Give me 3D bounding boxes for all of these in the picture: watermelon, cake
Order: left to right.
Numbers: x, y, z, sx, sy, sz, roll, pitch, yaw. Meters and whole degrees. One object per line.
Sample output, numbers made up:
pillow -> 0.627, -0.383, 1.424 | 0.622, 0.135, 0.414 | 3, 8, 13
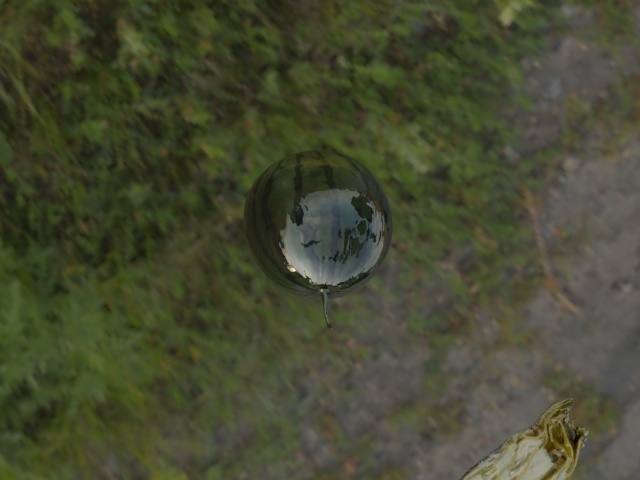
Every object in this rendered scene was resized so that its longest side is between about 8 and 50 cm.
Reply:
watermelon -> 0.000, 0.000, 1.237 | 0.105, 0.133, 0.105 | -7, 154, -4
cake -> 0.141, 0.196, 1.319 | 0.185, 0.080, 0.116 | -19, 154, -42
